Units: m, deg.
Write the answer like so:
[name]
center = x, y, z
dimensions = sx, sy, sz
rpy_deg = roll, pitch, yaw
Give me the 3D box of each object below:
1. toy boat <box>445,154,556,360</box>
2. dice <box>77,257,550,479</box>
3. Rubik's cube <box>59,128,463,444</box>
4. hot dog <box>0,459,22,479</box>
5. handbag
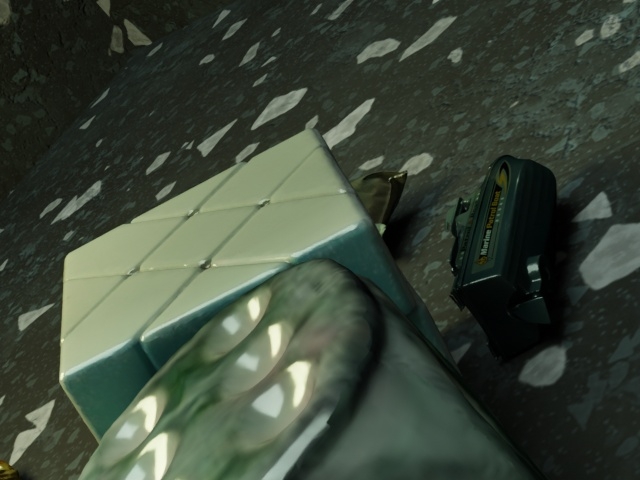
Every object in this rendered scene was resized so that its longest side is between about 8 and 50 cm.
[toy boat]
center = 0.205, -0.001, 1.425
dimensions = 0.122, 0.114, 0.296
rpy_deg = -19, 30, 27
[dice]
center = 0.011, 0.242, 0.985
dimensions = 0.330, 0.348, 0.328
rpy_deg = -40, 20, 1
[Rubik's cube]
center = -0.052, 0.121, 1.284
dimensions = 0.322, 0.315, 0.319
rpy_deg = -27, 23, 0
[hot dog]
center = -0.562, 0.421, 1.899
dimensions = 0.175, 0.114, 0.259
rpy_deg = -7, 41, 53
[handbag]
center = 0.000, 0.000, 1.770
dimensions = 0.270, 0.117, 0.182
rpy_deg = -20, 38, 40
